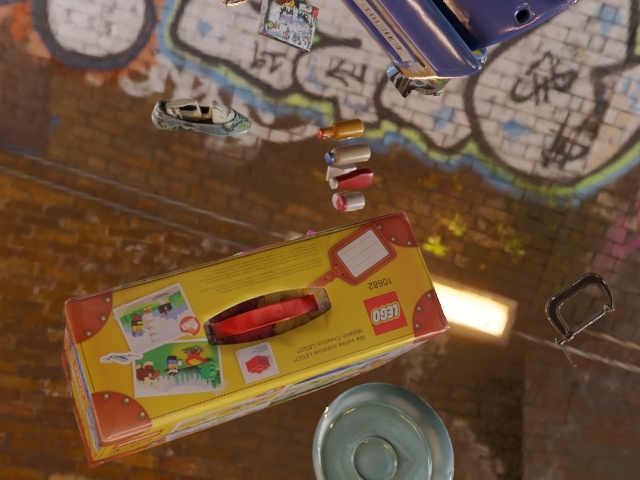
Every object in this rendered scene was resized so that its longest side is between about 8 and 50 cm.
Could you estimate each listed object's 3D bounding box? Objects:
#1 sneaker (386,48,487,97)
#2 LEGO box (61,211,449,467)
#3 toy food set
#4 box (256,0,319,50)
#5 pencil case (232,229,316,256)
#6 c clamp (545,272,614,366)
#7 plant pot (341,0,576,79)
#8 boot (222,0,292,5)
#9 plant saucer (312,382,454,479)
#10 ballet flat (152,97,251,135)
[{"bbox_3d":[0.194,-0.276,1.405,0.188,0.078,0.067,-10,-154,45],"label":"sneaker"},{"bbox_3d":[-0.121,0.157,1.321,0.500,0.372,0.193,-15,-103,-22],"label":"LEGO box"},{"bbox_3d":[0.043,-0.149,1.944,0.104,0.232,0.111,-12,-134,-24],"label":"toy food set"},{"bbox_3d":[-0.067,-0.456,1.804,0.137,0.094,0.027,8,-176,-45],"label":"box"},{"bbox_3d":[-0.102,0.049,2.053,0.236,0.104,0.104,-18,-141,-42],"label":"pencil case"},{"bbox_3d":[0.520,0.148,1.731,0.137,0.160,0.022,50,178,-1],"label":"c clamp"},{"bbox_3d":[0.133,-0.300,0.917,0.236,0.212,0.236,48,-179,-12],"label":"plant pot"},{"bbox_3d":[-0.079,-0.301,1.051,0.114,0.106,0.037,-32,-99,-24],"label":"boot"},{"bbox_3d":[0.120,0.459,1.823,0.317,0.318,0.043,25,-173,22],"label":"plant saucer"},{"bbox_3d":[-0.222,-0.236,1.639,0.188,0.070,0.070,0,-155,-11],"label":"ballet flat"}]
